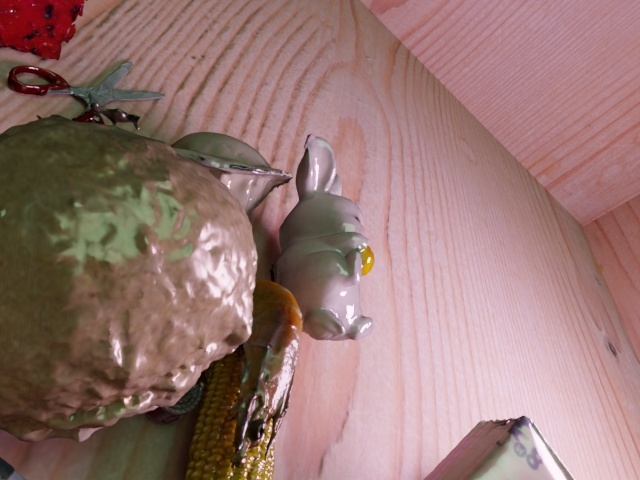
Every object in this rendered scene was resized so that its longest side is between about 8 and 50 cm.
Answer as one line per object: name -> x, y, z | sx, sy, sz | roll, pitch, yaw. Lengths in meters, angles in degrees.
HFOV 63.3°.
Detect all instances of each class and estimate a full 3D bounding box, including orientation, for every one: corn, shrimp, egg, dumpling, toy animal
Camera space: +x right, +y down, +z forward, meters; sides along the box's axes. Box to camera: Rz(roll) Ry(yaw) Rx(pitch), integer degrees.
corn -> -0.097, 0.211, 0.599 | 0.106, 0.106, 0.293 | 35, 33, -24
shrimp -> -0.089, 0.127, 0.578 | 0.150, 0.068, 0.248 | -4, 37, -7
egg -> -0.210, 0.029, 0.457 | 0.310, 0.279, 0.279 | -2, 54, -15
dumpling -> -0.142, -0.098, 0.778 | 0.247, 0.172, 0.142 | 6, 84, -44
toy animal -> 0.002, 0.006, 0.817 | 0.208, 0.154, 0.325 | 68, 11, -66

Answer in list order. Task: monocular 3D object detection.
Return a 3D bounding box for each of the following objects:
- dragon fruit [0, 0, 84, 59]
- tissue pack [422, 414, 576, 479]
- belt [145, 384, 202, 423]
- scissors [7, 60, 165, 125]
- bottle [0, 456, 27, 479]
dragon fruit -> -0.377, -0.393, 0.695 | 0.240, 0.330, 0.302 | 50, 23, -45
tissue pack -> 0.191, 0.402, 0.607 | 0.344, 0.125, 0.242 | -30, 81, -28
belt -> -0.209, 0.099, 0.606 | 0.071, 0.053, 0.232 | -8, 65, -50
scissors -> -0.337, -0.227, 0.799 | 0.144, 0.017, 0.247 | 47, 32, -8
bottle -> -0.316, 0.163, 0.387 | 0.286, 0.082, 0.082 | 45, 33, -10
